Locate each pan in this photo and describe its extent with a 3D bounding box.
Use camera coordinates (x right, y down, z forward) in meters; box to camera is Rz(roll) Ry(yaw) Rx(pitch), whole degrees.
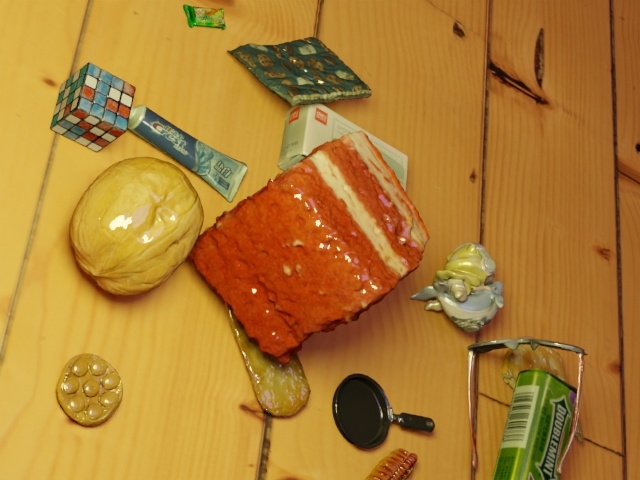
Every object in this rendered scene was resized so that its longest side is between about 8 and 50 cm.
[{"bbox_3d":[0.112,0.320,2.083,0.235,0.028,0.136,19,61,-32],"label":"pan"}]

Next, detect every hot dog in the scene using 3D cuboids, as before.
[{"bbox_3d":[0.127,0.419,2.045,0.144,0.038,0.062,-34,96,-45],"label":"hot dog"}]

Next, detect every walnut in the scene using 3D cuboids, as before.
[{"bbox_3d":[-0.285,-0.023,1.771,0.193,0.193,0.225,43,58,-20],"label":"walnut"}]

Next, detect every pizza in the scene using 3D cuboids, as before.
[{"bbox_3d":[0.476,0.322,2.411,0.181,0.034,0.262,-35,96,-45],"label":"pizza"}]

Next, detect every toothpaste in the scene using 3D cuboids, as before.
[{"bbox_3d":[-0.239,-0.160,1.966,0.268,0.047,0.069,33,39,-32],"label":"toothpaste"}]

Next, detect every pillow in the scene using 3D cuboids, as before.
[{"bbox_3d":[-0.033,-0.321,2.175,0.189,0.034,0.256,42,35,24],"label":"pillow"}]

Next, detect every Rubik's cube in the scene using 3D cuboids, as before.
[{"bbox_3d":[-0.364,-0.212,1.837,0.092,0.092,0.092,27,56,-32],"label":"Rubik's cube"}]

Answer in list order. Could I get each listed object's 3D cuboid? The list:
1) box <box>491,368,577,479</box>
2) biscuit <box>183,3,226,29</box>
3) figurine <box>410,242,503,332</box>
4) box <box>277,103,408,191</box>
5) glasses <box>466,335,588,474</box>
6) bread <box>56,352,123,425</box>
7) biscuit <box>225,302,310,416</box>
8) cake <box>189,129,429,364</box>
[{"bbox_3d":[0.413,0.428,2.238,0.134,0.097,0.345,36,57,-25],"label":"box"},{"bbox_3d":[-0.211,-0.413,2.121,0.089,0.016,0.046,-3,74,-43],"label":"biscuit"},{"bbox_3d":[0.284,0.092,2.277,0.209,0.128,0.183,5,67,-36],"label":"figurine"},{"bbox_3d":[0.046,-0.150,2.194,0.269,0.079,0.135,28,54,-31],"label":"box"},{"bbox_3d":[0.392,0.316,2.224,0.118,0.234,0.268,31,62,-61],"label":"glasses"},{"bbox_3d":[-0.344,0.222,1.712,0.110,0.024,0.110,19,59,-35],"label":"bread"},{"bbox_3d":[-0.092,0.181,1.958,0.118,0.029,0.247,-14,81,-42],"label":"biscuit"},{"bbox_3d":[0.000,0.000,1.923,0.270,0.269,0.319,54,34,-4],"label":"cake"}]
